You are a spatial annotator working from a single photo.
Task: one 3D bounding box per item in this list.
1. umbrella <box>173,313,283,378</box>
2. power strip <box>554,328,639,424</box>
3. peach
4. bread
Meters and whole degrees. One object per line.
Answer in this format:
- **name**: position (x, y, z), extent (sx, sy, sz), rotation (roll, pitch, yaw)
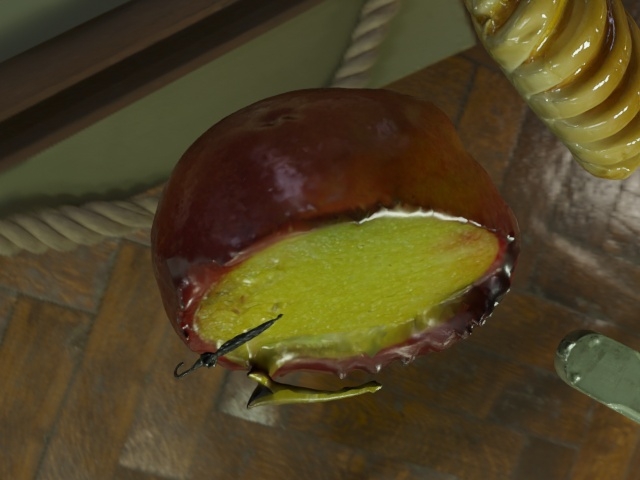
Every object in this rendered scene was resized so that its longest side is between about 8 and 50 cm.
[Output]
- **umbrella**: position (-0.095, 0.111, 1.160), extent (0.149, 0.022, 0.022), rotation (-28, 134, 28)
- **power strip**: position (0.392, 0.184, 1.316), extent (0.286, 0.048, 0.080), rotation (27, 88, -9)
- **peach**: position (0.010, -0.014, 1.305), extent (0.406, 0.310, 0.335), rotation (-14, 133, -4)
- **bread**: position (0.244, -0.194, 1.115), extent (0.121, 0.173, 0.311), rotation (-25, 140, 25)
